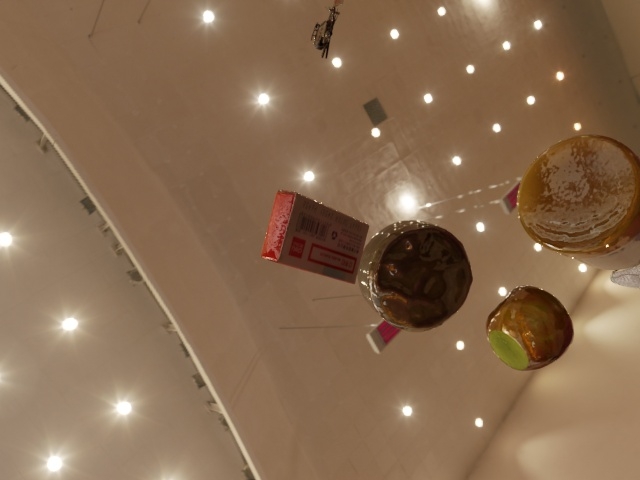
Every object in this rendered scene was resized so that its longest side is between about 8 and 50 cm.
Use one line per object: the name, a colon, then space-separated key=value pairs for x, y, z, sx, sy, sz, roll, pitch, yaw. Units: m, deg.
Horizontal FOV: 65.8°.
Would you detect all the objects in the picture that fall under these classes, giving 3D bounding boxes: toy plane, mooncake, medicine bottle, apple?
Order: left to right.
toy plane: x=0.014 y=-0.445 z=1.033 sx=0.031 sy=0.049 sz=0.121 roll=5 pitch=-67 yaw=-39
mooncake: x=0.244 y=0.091 z=1.284 sx=0.284 sy=0.155 sz=0.285 roll=-1 pitch=-82 yaw=-5
apple: x=0.411 y=0.170 z=0.984 sx=0.146 sy=0.163 sz=0.147 roll=-37 pitch=-97 yaw=-22
medicine bottle: x=0.569 y=-0.070 z=1.024 sx=0.231 sy=0.237 sz=0.238 roll=15 pitch=-107 yaw=-41

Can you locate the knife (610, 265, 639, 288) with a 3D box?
knife: x=0.776 y=0.046 z=1.034 sx=0.043 sy=0.336 sz=0.081 roll=-10 pitch=-108 yaw=-32

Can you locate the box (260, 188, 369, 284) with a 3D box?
box: x=0.001 y=0.000 z=0.884 sx=0.229 sy=0.050 sz=0.123 roll=19 pitch=-95 yaw=-49
